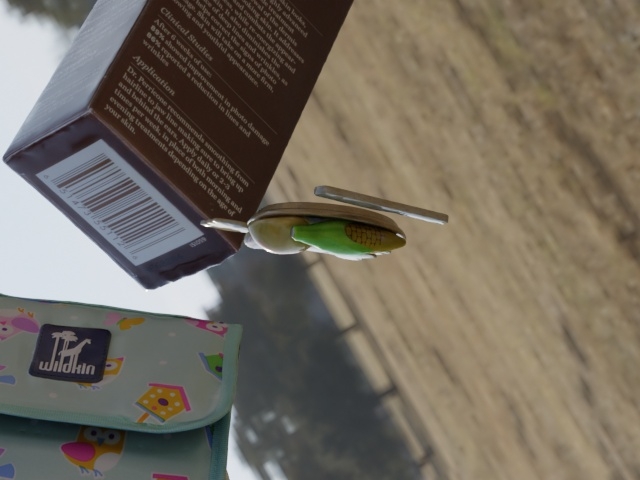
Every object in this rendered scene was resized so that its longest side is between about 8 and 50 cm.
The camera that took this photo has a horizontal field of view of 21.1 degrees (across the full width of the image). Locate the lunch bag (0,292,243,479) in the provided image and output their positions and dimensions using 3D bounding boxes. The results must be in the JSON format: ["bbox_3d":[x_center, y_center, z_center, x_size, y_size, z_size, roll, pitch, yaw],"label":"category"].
[{"bbox_3d":[-0.163,0.153,1.064,0.160,0.223,0.262,99,176,-64],"label":"lunch bag"}]

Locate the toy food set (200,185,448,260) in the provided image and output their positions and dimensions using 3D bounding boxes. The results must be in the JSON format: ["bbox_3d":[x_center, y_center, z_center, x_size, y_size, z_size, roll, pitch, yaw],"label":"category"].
[{"bbox_3d":[0.000,0.000,1.325,0.192,0.132,0.038,-13,69,59],"label":"toy food set"}]

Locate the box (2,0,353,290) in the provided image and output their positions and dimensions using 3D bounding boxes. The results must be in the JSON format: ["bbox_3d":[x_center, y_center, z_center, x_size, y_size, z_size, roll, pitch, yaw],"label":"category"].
[{"bbox_3d":[-0.119,-0.162,1.592,0.191,0.143,0.381,45,-133,-23],"label":"box"}]
